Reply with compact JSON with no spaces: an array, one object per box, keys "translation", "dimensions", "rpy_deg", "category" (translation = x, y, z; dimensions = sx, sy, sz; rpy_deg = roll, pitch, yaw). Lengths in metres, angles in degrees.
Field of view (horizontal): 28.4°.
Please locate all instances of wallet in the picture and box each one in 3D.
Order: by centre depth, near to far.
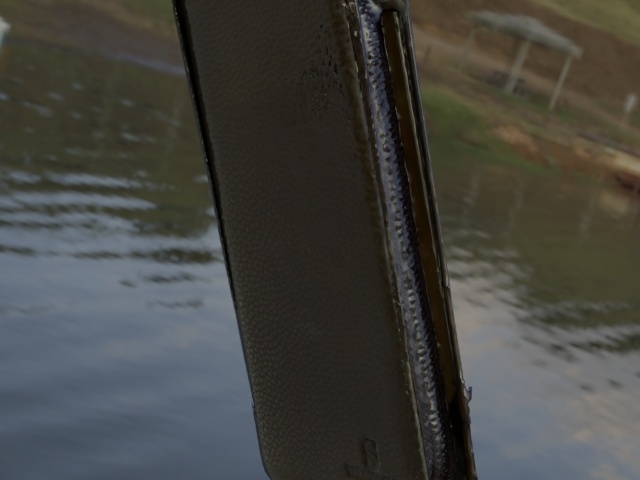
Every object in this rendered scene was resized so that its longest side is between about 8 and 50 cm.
[{"translation":[0.000,0.000,0.450],"dimensions":[0.031,0.198,0.110],"rpy_deg":[-17,13,-37],"category":"wallet"}]
